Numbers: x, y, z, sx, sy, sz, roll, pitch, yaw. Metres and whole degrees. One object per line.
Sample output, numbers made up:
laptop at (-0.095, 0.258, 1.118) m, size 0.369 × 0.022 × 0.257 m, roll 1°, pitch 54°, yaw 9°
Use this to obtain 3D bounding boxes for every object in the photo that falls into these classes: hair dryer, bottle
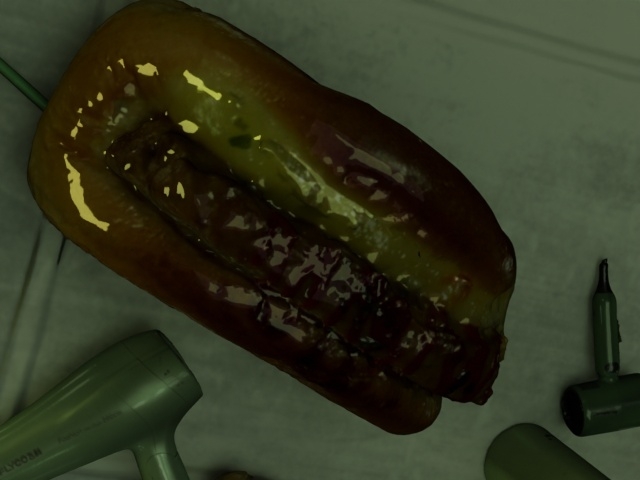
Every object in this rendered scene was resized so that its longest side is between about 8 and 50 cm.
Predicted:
hair dryer at (-0.149, 0.209, 1.353) m, size 0.206 × 0.075 × 0.237 m, roll -31°, pitch 103°, yaw -5°
hair dryer at (0.241, 0.089, 1.518) m, size 0.071 × 0.047 × 0.150 m, roll -8°, pitch 103°, yaw -19°
bottle at (0.207, 0.215, 1.450) m, size 0.072 × 0.201 × 0.072 m, roll -7°, pitch 108°, yaw -21°

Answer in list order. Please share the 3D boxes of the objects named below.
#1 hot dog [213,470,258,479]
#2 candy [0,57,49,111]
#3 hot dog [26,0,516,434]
hot dog at (-0.098, 0.291, 1.425) m, size 0.092 × 0.062 × 0.236 m, roll 22°, pitch 98°, yaw -31°
candy at (-0.239, -0.139, 1.239) m, size 0.062 × 0.058 × 0.194 m, roll -42°, pitch 126°, yaw 3°
hot dog at (-0.001, 0.001, 1.280) m, size 0.405 × 0.223 × 0.185 m, roll 33°, pitch 88°, yaw -30°
